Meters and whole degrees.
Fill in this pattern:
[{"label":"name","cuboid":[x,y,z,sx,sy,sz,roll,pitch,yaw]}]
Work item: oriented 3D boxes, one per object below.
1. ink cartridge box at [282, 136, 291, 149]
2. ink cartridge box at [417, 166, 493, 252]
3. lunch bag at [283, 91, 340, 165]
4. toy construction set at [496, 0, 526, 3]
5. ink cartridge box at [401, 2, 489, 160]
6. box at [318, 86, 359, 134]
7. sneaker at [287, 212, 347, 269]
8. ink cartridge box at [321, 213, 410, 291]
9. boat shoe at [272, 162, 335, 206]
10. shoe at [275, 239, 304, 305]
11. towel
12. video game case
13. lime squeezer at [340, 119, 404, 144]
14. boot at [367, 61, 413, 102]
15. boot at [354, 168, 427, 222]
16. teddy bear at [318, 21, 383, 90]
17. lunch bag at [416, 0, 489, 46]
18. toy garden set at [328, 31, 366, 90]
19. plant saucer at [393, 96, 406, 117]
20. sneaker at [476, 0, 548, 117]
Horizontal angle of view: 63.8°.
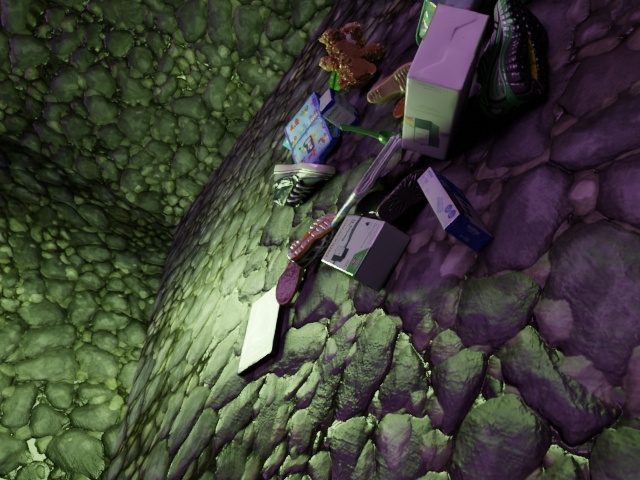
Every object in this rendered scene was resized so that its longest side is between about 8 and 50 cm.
[{"label":"ink cartridge box","cuboid":[-0.089,-0.489,2.317,0.180,0.060,0.104,-24,40,53]},{"label":"ink cartridge box","cuboid":[0.270,-0.068,1.050,0.046,0.097,0.207,-49,26,22]},{"label":"lunch bag","cuboid":[-0.018,-0.394,2.019,0.221,0.138,0.293,-44,41,35]},{"label":"toy construction set","cuboid":[0.474,-0.766,1.220,0.258,0.309,0.237,-6,61,52]},{"label":"ink cartridge box","cuboid":[0.280,-0.335,1.204,0.353,0.119,0.207,73,-142,-69]},{"label":"box","cuboid":[0.068,-0.479,1.895,0.072,0.137,0.126,-46,26,26]},{"label":"sneaker","cuboid":[0.000,0.000,1.539,0.215,0.083,0.084,-41,28,-4]},{"label":"ink cartridge box","cuboid":[0.106,0.024,1.280,0.153,0.087,0.208,-60,22,-4]},{"label":"boat shoe","cuboid":[-0.064,-0.198,1.883,0.341,0.127,0.157,9,94,58]},{"label":"shoe","cuboid":[-0.080,0.106,1.605,0.077,0.058,0.218,5,66,30]},{"label":"towel","cuboid":[0.118,-0.148,1.381,0.209,0.034,0.285,-54,0,-19]},{"label":"video game case","cuboid":[-0.180,0.275,1.629,0.196,0.026,0.274,-39,31,38]},{"label":"lime squeezer","cuboid":[0.221,-0.342,1.486,0.311,0.109,0.059,-18,18,13]},{"label":"boot","cuboid":[0.270,-0.474,1.496,0.249,0.090,0.207,-11,18,37]},{"label":"boot","cuboid":[0.186,-0.111,1.313,0.190,0.076,0.208,-34,5,-3]},{"label":"teddy bear","cuboid":[0.115,-0.723,2.024,0.245,0.113,0.338,-31,65,-11]},{"label":"lunch bag","cuboid":[0.381,-0.665,1.464,0.223,0.160,0.262,-63,-9,-9]},{"label":"toy garden set","cuboid":[0.119,-0.749,2.196,0.244,0.049,0.203,-22,56,62]},{"label":"plant saucer","cuboid":[0.259,-0.416,1.595,0.083,0.013,0.083,-44,27,30]},{"label":"sneaker","cuboid":[0.409,-0.424,1.156,0.146,0.134,0.343,-31,36,50]}]
